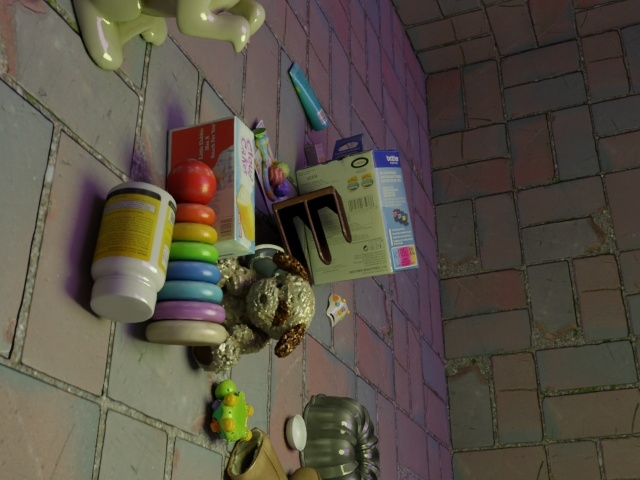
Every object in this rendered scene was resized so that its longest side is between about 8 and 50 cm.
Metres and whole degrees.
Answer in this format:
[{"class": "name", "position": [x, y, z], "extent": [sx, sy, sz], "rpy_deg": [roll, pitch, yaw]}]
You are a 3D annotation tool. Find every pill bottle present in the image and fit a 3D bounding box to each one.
[{"class": "pill bottle", "position": [-0.306, 0.019, 1.309], "extent": [0.119, 0.119, 0.209], "rpy_deg": [54, 32, -51]}]

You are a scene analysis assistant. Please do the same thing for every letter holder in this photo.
[{"class": "letter holder", "position": [0.000, 0.000, 1.975], "extent": [0.302, 0.152, 0.215], "rpy_deg": [16, 57, -85]}]

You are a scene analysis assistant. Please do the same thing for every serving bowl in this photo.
[{"class": "serving bowl", "position": [-0.062, 0.456, 1.904], "extent": [0.083, 0.027, 0.083], "rpy_deg": [-10, 90, -70]}]

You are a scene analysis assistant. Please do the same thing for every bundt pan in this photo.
[{"class": "bundt pan", "position": [0.064, 0.553, 2.065], "extent": [0.331, 0.124, 0.331], "rpy_deg": [-11, 90, -70]}]

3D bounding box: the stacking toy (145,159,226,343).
[{"class": "stacking toy", "position": [-0.230, 0.018, 1.433], "extent": [0.141, 0.141, 0.330], "rpy_deg": [29, 61, -65]}]

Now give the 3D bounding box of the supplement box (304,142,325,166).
[{"class": "supplement box", "position": [-0.012, -0.235, 2.371], "extent": [0.062, 0.036, 0.098], "rpy_deg": [-28, 107, -68]}]

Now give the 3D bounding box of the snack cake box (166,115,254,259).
[{"class": "snack cake box", "position": [-0.215, -0.098, 1.572], "extent": [0.089, 0.152, 0.264], "rpy_deg": [40, 44, -61]}]

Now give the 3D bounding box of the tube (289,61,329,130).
[{"class": "tube", "position": [-0.037, -0.425, 2.386], "extent": [0.080, 0.052, 0.207], "rpy_deg": [-78, 146, -56]}]

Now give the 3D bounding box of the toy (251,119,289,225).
[{"class": "toy", "position": [-0.115, -0.174, 2.029], "extent": [0.137, 0.056, 0.237], "rpy_deg": [-68, 142, -54]}]

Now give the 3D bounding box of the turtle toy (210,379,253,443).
[{"class": "turtle toy", "position": [-0.180, 0.336, 1.580], "extent": [0.095, 0.066, 0.130], "rpy_deg": [51, 34, -53]}]

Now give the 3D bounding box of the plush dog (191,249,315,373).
[{"class": "plush dog", "position": [-0.117, 0.143, 1.609], "extent": [0.210, 0.225, 0.263], "rpy_deg": [44, 40, -59]}]

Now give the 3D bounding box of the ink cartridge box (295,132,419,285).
[{"class": "ink cartridge box", "position": [0.094, -0.092, 2.211], "extent": [0.151, 0.270, 0.396], "rpy_deg": [-9, 88, -54]}]

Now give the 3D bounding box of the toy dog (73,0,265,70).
[{"class": "toy dog", "position": [-0.210, -0.523, 1.416], "extent": [0.284, 0.407, 0.396], "rpy_deg": [-48, 126, -66]}]

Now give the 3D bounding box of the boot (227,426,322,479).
[{"class": "boot", "position": [-0.089, 0.502, 1.721], "extent": [0.236, 0.089, 0.270], "rpy_deg": [-71, 144, -55]}]

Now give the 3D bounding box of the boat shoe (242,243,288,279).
[{"class": "boat shoe", "position": [-0.108, 0.084, 1.872], "extent": [0.254, 0.095, 0.079], "rpy_deg": [60, 15, -63]}]

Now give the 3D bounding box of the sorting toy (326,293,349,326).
[{"class": "sorting toy", "position": [0.044, 0.209, 2.315], "extent": [0.075, 0.044, 0.083], "rpy_deg": [-46, 126, -43]}]
